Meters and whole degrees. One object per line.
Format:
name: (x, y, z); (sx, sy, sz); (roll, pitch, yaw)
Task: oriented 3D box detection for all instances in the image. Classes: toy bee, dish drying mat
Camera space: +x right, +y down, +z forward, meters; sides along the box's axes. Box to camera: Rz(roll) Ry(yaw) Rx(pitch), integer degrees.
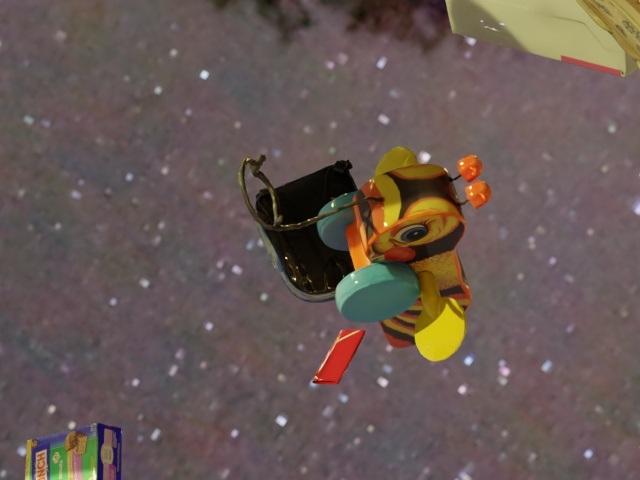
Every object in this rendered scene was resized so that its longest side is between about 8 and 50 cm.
toy bee: (0.077, 0.004, 1.198); (0.195, 0.162, 0.298); (70, -165, 10)
dish drying mat: (0.020, 0.121, 1.521); (0.032, 0.008, 0.083); (-1, -145, 27)

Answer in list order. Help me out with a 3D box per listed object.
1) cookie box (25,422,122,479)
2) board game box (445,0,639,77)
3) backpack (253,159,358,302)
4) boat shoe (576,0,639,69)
cookie box: (-0.261, 0.247, 1.530); (0.040, 0.107, 0.091); (26, -126, -49)
board game box: (0.293, -0.269, 1.315); (0.303, 0.097, 0.224); (-32, -146, -25)
backpack: (0.000, 0.000, 1.366); (0.084, 0.105, 0.114); (95, 153, -74)
boat shoe: (0.202, -0.166, 0.913); (0.285, 0.105, 0.089); (56, 167, 8)
